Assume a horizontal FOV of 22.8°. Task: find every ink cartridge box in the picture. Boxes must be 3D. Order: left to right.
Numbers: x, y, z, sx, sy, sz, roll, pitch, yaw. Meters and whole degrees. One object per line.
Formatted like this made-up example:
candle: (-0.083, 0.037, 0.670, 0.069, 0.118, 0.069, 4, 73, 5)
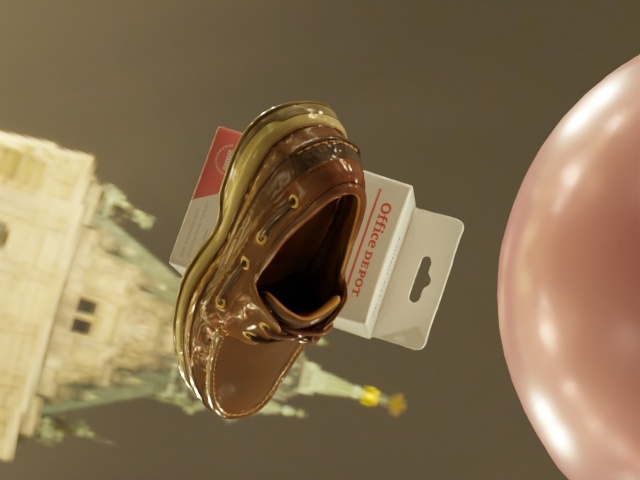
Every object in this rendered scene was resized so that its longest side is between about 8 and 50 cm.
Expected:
ink cartridge box: (0.000, 0.000, 1.208, 0.198, 0.067, 0.115, 17, -100, 9)

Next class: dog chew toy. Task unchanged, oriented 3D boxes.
dog chew toy: (0.173, 0.041, 0.656, 0.206, 0.332, 0.207, -1, -104, 4)

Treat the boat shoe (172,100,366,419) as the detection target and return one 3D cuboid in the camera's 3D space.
boat shoe: (-0.022, 0.022, 0.730, 0.060, 0.064, 0.178, 55, -41, 38)
